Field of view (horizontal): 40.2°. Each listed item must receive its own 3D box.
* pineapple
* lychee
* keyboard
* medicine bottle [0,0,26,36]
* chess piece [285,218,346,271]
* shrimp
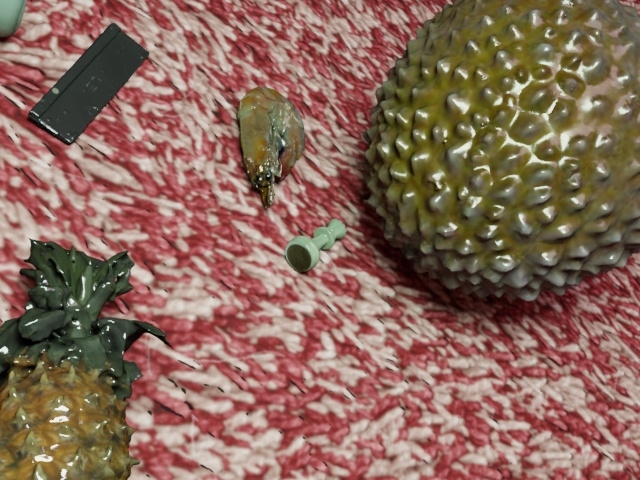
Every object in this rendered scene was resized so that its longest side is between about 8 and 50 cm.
[{"bbox_3d":[-0.215,0.123,0.755,0.170,0.141,0.310,-3,48,0],"label":"pineapple"},{"bbox_3d":[0.246,-0.122,1.054,0.432,0.380,0.380,-39,83,-29],"label":"lychee"},{"bbox_3d":[-0.267,-0.185,1.021,0.060,0.018,0.195,38,47,-13],"label":"keyboard"},{"bbox_3d":[-0.424,-0.309,0.927,0.225,0.139,0.139,10,54,-26],"label":"medicine bottle"},{"bbox_3d":[0.000,0.000,1.038,0.042,0.042,0.093,47,43,6],"label":"chess piece"},{"bbox_3d":[-0.059,-0.119,1.085,0.101,0.042,0.190,23,48,-26],"label":"shrimp"}]
